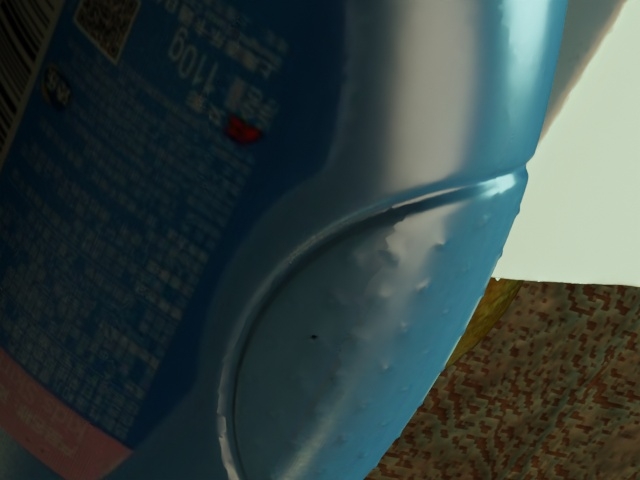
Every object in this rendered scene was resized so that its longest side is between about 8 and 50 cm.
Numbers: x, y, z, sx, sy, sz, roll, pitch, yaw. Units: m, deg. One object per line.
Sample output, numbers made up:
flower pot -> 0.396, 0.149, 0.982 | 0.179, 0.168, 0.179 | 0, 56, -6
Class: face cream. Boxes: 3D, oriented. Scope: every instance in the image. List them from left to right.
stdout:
face cream -> -0.038, 0.003, 0.435 | 0.083, 0.149, 0.264 | -17, 143, -48

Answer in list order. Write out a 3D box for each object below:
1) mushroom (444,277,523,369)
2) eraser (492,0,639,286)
mushroom -> -0.001, 0.011, 0.526 | 0.129, 0.088, 0.072 | 17, 78, -32
eraser -> 0.112, -0.122, 0.441 | 0.076, 0.078, 0.298 | 5, 130, -34
